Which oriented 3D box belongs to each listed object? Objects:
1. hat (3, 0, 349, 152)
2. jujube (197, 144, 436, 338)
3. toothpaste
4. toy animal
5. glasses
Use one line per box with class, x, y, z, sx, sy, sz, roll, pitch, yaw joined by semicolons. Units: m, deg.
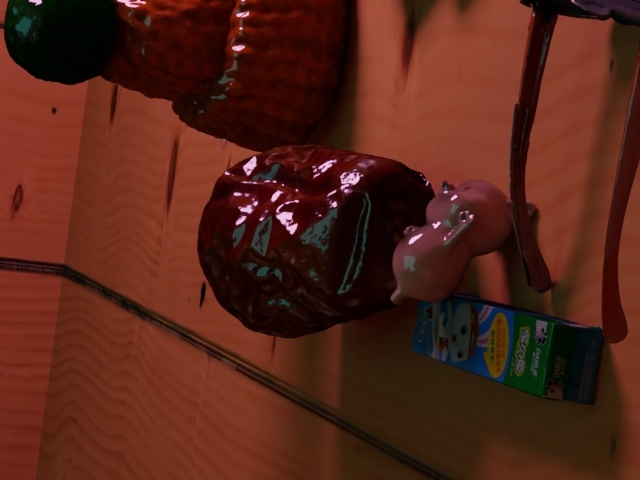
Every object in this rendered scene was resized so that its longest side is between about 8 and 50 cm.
hat;-0.182;-0.260;1.932;0.285;0.400;0.285;-173;90;-74
jujube;0.000;0.000;1.637;0.342;0.216;0.216;0;84;62
toothpaste;0.156;0.087;1.386;0.266;0.050;0.065;-166;87;-69
toy animal;0.117;0.002;1.431;0.150;0.089;0.083;-41;38;-3
glasses;0.188;-0.073;1.240;0.234;0.118;0.268;-141;60;-71
